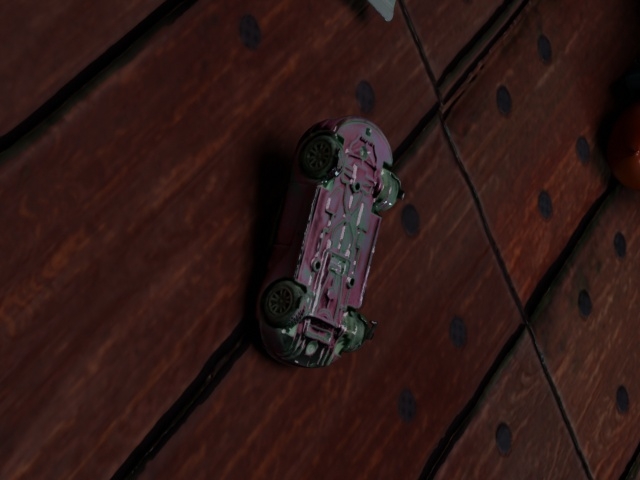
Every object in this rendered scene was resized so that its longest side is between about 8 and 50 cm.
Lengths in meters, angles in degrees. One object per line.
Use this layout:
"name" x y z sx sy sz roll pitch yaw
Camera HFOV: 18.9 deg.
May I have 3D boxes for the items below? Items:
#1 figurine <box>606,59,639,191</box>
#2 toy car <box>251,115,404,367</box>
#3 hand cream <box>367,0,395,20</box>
"figurine" 0.258 -0.090 1.458 0.140 0.068 0.075 -58 134 -48
"toy car" 0.000 0.000 1.064 0.069 0.055 0.142 26 75 -50
"hand cream" 0.044 -0.240 1.196 0.078 0.050 0.204 42 54 -43
